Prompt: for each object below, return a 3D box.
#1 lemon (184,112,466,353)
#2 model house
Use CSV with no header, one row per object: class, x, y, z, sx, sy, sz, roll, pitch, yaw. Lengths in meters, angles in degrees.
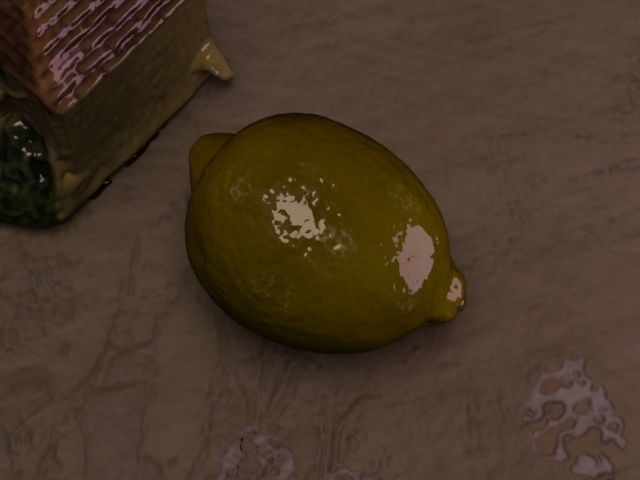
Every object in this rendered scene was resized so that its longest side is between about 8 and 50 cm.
lemon,0.000,0.000,1.535,0.248,0.184,0.184,30,74,1
model house,-0.257,-0.202,1.563,0.321,0.266,0.261,39,72,12
